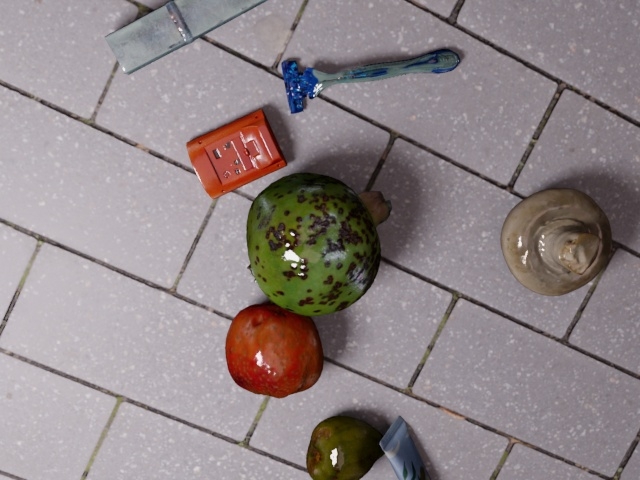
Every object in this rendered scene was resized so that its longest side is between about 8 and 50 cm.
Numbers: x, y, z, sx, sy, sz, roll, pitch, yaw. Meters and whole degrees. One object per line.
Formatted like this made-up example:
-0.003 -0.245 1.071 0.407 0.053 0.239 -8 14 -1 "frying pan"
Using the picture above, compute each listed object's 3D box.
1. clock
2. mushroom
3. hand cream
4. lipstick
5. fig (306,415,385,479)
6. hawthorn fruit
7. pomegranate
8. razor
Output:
-0.149 -0.150 1.386 0.155 0.061 0.113 -25 103 0 "clock"
0.437 0.007 1.424 0.204 0.204 0.204 -1 101 -7 "mushroom"
0.190 0.482 1.546 0.058 0.091 0.271 -13 108 41 "hand cream"
-0.217 -0.378 1.323 0.290 0.077 0.076 -28 102 -3 "lipstick"
0.052 0.403 1.504 0.127 0.185 0.132 -13 76 30 "fig"
-0.082 0.178 1.405 0.179 0.179 0.200 0 86 -8 "hawthorn fruit"
0.000 0.000 1.346 0.271 0.254 0.254 -28 103 -15 "pomegranate"
0.097 -0.298 1.394 0.324 0.056 0.093 -11 100 -6 "razor"
